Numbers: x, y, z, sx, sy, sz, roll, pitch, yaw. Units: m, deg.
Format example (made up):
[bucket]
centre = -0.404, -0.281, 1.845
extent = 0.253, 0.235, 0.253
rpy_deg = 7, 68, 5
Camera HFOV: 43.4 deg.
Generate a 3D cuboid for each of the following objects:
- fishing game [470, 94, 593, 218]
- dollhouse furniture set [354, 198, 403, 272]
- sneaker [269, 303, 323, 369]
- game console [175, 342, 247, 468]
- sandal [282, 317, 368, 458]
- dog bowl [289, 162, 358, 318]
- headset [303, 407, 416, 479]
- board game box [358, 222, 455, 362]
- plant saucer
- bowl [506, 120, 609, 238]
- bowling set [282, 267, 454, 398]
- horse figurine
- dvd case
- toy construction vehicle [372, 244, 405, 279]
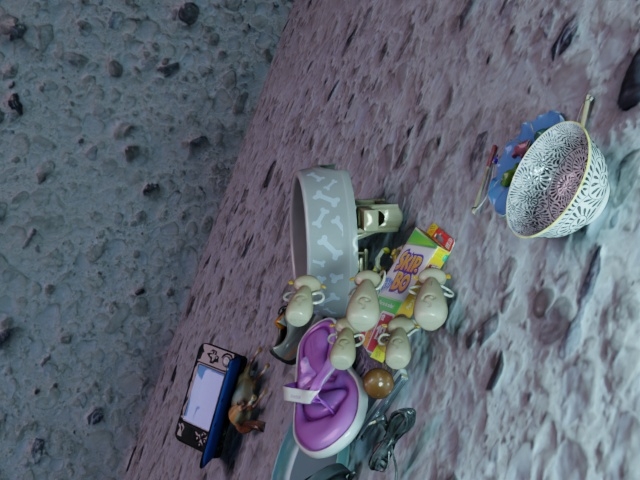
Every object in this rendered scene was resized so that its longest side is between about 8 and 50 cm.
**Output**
[fishing game]
centre = 0.317, -0.123, 1.269
extent = 0.264, 0.041, 0.189
rpy_deg = -20, 48, 68
[dollhouse furniture set]
centre = 0.117, 0.003, 1.665
extent = 0.182, 0.101, 0.161
rpy_deg = -139, 47, -75
[sneaker]
centre = -0.044, 0.163, 1.886
extent = 0.100, 0.108, 0.271
rpy_deg = -40, 31, 60
[game console]
centre = -0.321, 0.440, 2.198
extent = 0.250, 0.173, 0.293
rpy_deg = 13, 86, 36
[sandal]
centre = -0.015, 0.267, 1.546
extent = 0.169, 0.102, 0.416
rpy_deg = -44, 19, 10
[dog bowl]
centre = 0.000, 0.000, 1.737
extent = 0.349, 0.102, 0.348
rpy_deg = 177, 90, -82
[headset]
centre = 0.073, 0.378, 1.093
extent = 0.185, 0.243, 0.394
rpy_deg = -61, -2, 17
[board game box]
centre = 0.152, 0.088, 1.487
extent = 0.259, 0.039, 0.124
rpy_deg = -57, 20, 8
[plant saucer]
centre = -0.020, 0.452, 1.573
extent = 0.317, 0.044, 0.317
rpy_deg = -55, 22, 36
[bowl]
centre = 0.333, -0.068, 1.084
extent = 0.170, 0.080, 0.170
rpy_deg = -55, 22, 34
[bowling set]
centre = 0.081, 0.155, 1.388
extent = 0.154, 0.287, 0.200
rpy_deg = -73, -16, -60
[horse figurine]
centre = -0.188, 0.405, 2.090
extent = 0.174, 0.066, 0.263
rpy_deg = -54, 21, 32
[dvd case]
centre = 0.099, 0.243, 1.511
extent = 0.164, 0.018, 0.221
rpy_deg = -59, 20, 25
[toy construction vehicle]
centre = 0.134, 0.055, 1.604
extent = 0.086, 0.035, 0.098
rpy_deg = -24, 46, 66
